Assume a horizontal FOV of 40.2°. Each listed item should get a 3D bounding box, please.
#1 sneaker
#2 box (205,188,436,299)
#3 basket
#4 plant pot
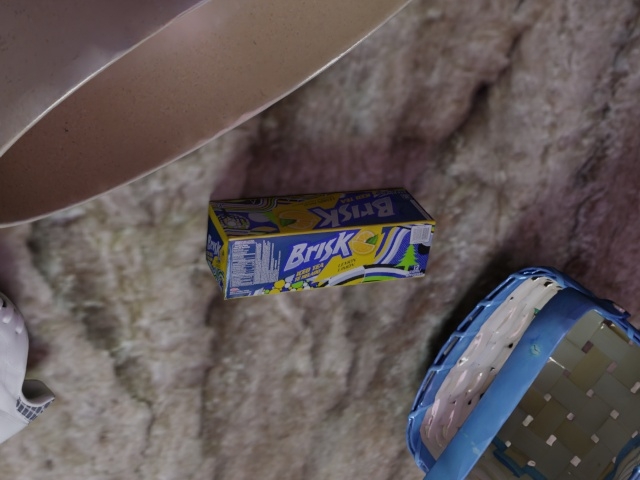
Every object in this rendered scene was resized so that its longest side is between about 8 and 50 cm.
[{"bbox_3d":[-0.257,0.048,0.588,0.094,0.090,0.235,-26,131,-23],"label":"sneaker"},{"bbox_3d":[0.000,0.000,0.677,0.168,0.059,0.054,-5,122,-22],"label":"box"},{"bbox_3d":[0.177,0.154,0.743,0.255,0.201,0.289,-56,156,14],"label":"basket"},{"bbox_3d":[-0.095,-0.159,0.438,0.284,0.284,0.191,-32,90,-3],"label":"plant pot"}]
